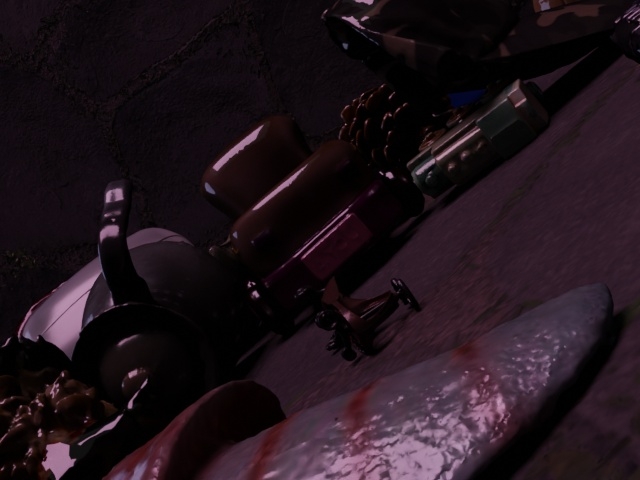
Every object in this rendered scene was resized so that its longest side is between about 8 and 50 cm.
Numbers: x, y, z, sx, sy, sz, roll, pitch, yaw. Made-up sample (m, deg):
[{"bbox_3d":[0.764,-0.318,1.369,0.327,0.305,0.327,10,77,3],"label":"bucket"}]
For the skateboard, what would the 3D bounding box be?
[{"bbox_3d":[0.034,0.062,0.809,0.080,0.067,0.151,-31,9,-7],"label":"skateboard"}]

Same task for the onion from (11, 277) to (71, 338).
[{"bbox_3d":[-0.440,0.238,1.767,0.260,0.281,0.337,108,-174,-56],"label":"onion"}]

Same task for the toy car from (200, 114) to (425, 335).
[{"bbox_3d":[-0.035,-0.049,1.249,0.271,0.240,0.340,-41,5,-3],"label":"toy car"}]

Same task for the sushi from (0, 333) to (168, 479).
[{"bbox_3d":[-0.259,0.226,0.909,0.225,0.218,0.239,58,-132,-60],"label":"sushi"}]

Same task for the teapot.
[{"bbox_3d":[-0.197,0.101,1.158,0.285,0.223,0.305,-97,23,-75],"label":"teapot"}]

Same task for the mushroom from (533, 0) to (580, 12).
[{"bbox_3d":[0.450,-0.435,1.653,0.154,0.138,0.407,-25,5,26],"label":"mushroom"}]

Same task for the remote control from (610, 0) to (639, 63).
[{"bbox_3d":[0.307,-0.178,0.728,0.144,0.062,0.399,-41,6,18],"label":"remote control"}]

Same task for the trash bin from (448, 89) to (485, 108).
[{"bbox_3d":[0.314,-0.373,1.959,0.162,0.184,0.234,-42,-1,-25],"label":"trash bin"}]

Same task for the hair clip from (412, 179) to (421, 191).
[{"bbox_3d":[0.095,-0.052,1.453,0.173,0.049,0.049,-37,6,30],"label":"hair clip"}]

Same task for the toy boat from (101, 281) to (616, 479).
[{"bbox_3d":[0.016,0.107,0.439,0.282,0.096,0.206,-27,14,15],"label":"toy boat"}]

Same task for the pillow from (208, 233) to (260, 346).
[{"bbox_3d":[-0.114,0.058,1.466,0.074,0.185,0.302,0,17,14],"label":"pillow"}]

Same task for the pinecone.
[{"bbox_3d":[0.137,-0.178,1.505,0.185,0.169,0.212,-24,5,-9],"label":"pinecone"}]

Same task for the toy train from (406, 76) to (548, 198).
[{"bbox_3d":[0.188,-0.123,1.137,0.194,0.081,0.125,-38,10,24],"label":"toy train"}]

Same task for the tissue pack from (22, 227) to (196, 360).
[{"bbox_3d":[-0.322,0.140,1.543,0.333,0.236,0.229,-41,-39,-15],"label":"tissue pack"}]

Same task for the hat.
[{"bbox_3d":[0.221,-0.301,1.232,0.381,0.257,0.366,-34,5,-3],"label":"hat"}]
